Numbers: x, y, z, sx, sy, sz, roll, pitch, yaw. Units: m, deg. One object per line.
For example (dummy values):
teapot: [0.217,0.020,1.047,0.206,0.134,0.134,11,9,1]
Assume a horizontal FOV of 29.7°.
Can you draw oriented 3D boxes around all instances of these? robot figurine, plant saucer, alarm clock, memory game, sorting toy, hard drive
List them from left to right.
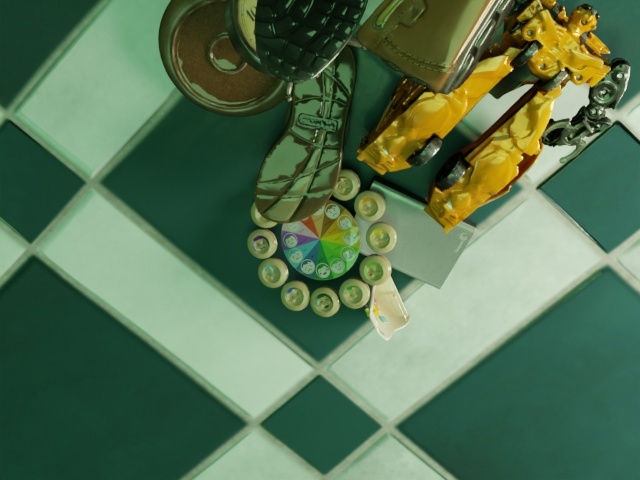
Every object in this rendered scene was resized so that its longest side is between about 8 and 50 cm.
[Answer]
plant saucer: [-0.101,-0.210,1.340,0.168,0.029,0.168,4,120,6]
alarm clock: [-0.045,-0.254,1.270,0.129,0.064,0.192,-34,102,-10]
memory game: [0.000,0.000,1.416,0.186,0.012,0.186,4,102,18]
sorting toy: [0.072,0.082,1.450,0.044,0.075,0.083,-18,114,16]
hard drive: [0.103,-0.009,1.427,0.135,0.022,0.094,24,119,-6]
robot figurine: [0.185,-0.152,1.302,0.211,0.085,0.291,39,117,-14]

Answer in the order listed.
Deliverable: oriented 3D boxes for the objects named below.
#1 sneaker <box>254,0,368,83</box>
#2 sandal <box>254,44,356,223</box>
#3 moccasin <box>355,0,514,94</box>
sneaker: [0.031,-0.289,1.206,0.107,0.124,0.283,28,108,15]
sandal: [-0.014,-0.123,1.364,0.090,0.060,0.219,12,105,-3]
moccasin: [0.170,-0.329,1.158,0.147,0.139,0.380,35,106,5]
